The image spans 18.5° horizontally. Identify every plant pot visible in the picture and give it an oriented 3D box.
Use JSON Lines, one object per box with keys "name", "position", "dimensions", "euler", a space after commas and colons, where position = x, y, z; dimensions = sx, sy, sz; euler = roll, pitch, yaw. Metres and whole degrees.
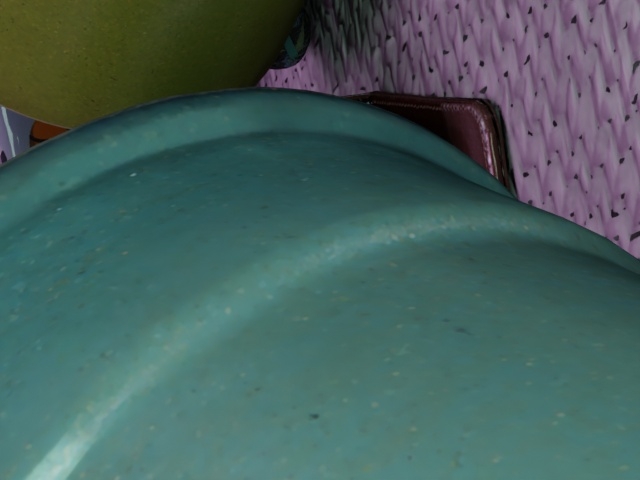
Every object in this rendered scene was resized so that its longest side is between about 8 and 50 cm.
{"name": "plant pot", "position": [-0.081, -0.243, 1.028], "dimensions": [0.293, 0.275, 0.275], "euler": [-46, 52, 54]}
{"name": "plant pot", "position": [0.071, 0.159, 0.431], "dimensions": [0.334, 0.341, 0.341], "euler": [18, 118, 49]}

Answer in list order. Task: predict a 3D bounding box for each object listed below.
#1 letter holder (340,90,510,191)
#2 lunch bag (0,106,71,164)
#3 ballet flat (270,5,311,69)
{"name": "letter holder", "position": [0.010, 0.082, 1.025], "dimensions": [0.214, 0.152, 0.302], "euler": [-163, 65, -72]}
{"name": "lunch bag", "position": [-0.199, -0.096, 1.550], "dimensions": [0.385, 0.239, 0.328], "euler": [180, 80, -68]}
{"name": "ballet flat", "position": [-0.050, -0.152, 1.297], "dimensions": [0.188, 0.070, 0.070], "euler": [-123, 28, -66]}
